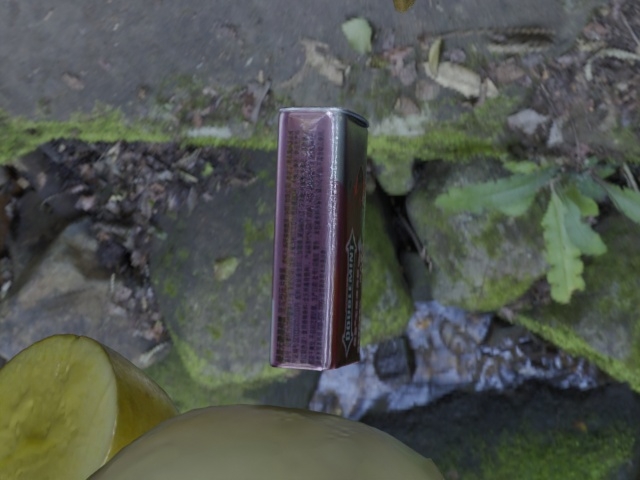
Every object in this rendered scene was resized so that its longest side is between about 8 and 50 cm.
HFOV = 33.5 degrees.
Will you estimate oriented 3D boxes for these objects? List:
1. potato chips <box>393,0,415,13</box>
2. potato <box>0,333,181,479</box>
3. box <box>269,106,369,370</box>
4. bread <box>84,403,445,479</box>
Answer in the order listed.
[{"bbox_3d":[0.064,-0.311,0.941,0.061,0.195,0.208,-16,81,14],"label":"potato chips"},{"bbox_3d":[-0.192,0.185,0.923,0.203,0.178,0.158,-36,141,20],"label":"potato"},{"bbox_3d":[0.000,0.000,0.941,0.069,0.120,0.224,2,87,14],"label":"box"},{"bbox_3d":[-0.006,0.275,0.370,0.253,0.376,0.348,-20,139,-6],"label":"bread"}]
